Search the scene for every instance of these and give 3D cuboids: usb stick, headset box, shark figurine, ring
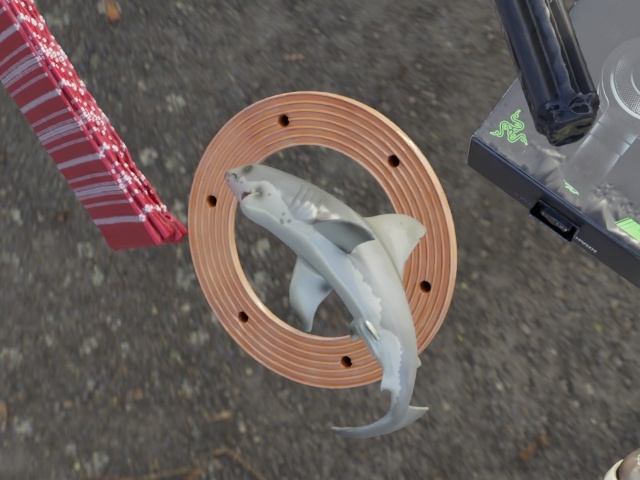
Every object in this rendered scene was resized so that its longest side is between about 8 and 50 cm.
[{"bbox_3d":[0.130,-0.200,1.062,0.045,0.077,0.278,-16,75,-5],"label":"usb stick"},{"bbox_3d":[0.325,-0.120,1.645,0.246,0.131,0.283,38,83,8],"label":"headset box"},{"bbox_3d":[0.051,0.041,1.242,0.116,0.166,0.278,-39,109,-35],"label":"shark figurine"},{"bbox_3d":[0.000,0.000,1.695,0.337,0.032,0.336,8,106,29],"label":"ring"}]

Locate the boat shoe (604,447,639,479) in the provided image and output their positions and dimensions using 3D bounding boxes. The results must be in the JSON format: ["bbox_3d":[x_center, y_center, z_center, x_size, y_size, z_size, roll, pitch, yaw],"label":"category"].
[{"bbox_3d":[0.385,0.223,1.435,0.324,0.116,0.096,13,123,-45],"label":"boat shoe"}]

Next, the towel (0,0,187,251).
[{"bbox_3d":[-0.217,-0.107,1.293,0.031,0.199,0.274,-35,100,-18],"label":"towel"}]
